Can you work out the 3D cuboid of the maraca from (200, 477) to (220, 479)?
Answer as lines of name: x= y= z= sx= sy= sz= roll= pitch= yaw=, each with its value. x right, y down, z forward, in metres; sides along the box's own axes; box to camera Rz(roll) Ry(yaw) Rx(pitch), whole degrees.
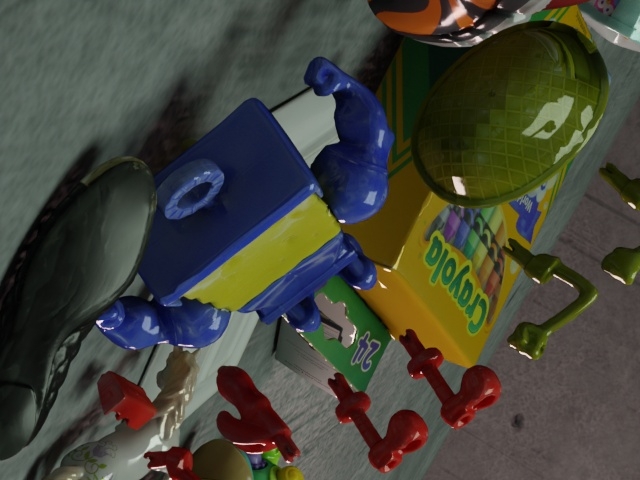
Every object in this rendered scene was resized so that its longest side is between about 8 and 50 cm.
maraca: x=-0.121 y=0.243 z=1.434 sx=0.186 sy=0.099 sz=0.127 roll=-24 pitch=141 yaw=-27

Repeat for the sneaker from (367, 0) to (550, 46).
sneaker: x=0.073 y=-0.204 z=1.084 sx=0.321 sy=0.180 sz=0.124 roll=-25 pitch=-117 yaw=57

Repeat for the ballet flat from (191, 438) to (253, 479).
ballet flat: x=-0.115 y=0.259 z=1.551 sx=0.073 sy=0.080 sz=0.232 roll=-25 pitch=145 yaw=-45

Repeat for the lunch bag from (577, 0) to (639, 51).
lunch bag: x=0.323 y=-0.292 z=1.822 sx=0.223 sy=0.160 sz=0.262 roll=-60 pitch=174 yaw=9

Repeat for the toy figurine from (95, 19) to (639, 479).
toy figurine: x=0.000 y=0.000 z=1.044 sx=0.362 sy=0.191 sz=0.217 roll=-36 pitch=150 yaw=10

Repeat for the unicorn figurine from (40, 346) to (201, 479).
unicorn figurine: x=-0.123 y=0.133 z=1.217 sx=0.162 sy=0.060 sz=0.111 roll=-46 pitch=164 yaw=-49

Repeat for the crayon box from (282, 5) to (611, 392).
crayon box: x=0.100 y=-0.045 z=1.442 sx=0.323 sy=0.083 sz=0.203 roll=-63 pitch=150 yaw=-13

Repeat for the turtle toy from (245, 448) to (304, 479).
turtle toy: x=-0.065 y=0.210 z=1.652 sx=0.095 sy=0.066 sz=0.130 roll=-37 pitch=-167 yaw=49

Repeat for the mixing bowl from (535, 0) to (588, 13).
mixing bowl: x=0.186 y=-0.238 z=1.311 sx=0.181 sy=0.098 sz=0.181 roll=-20 pitch=116 yaw=-47

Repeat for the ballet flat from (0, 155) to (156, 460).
ballet flat: x=-0.138 y=0.031 z=0.965 sx=0.173 sy=0.057 sz=0.049 roll=-60 pitch=-150 yaw=6

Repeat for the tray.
tray: x=-0.054 y=0.020 z=1.309 sx=0.270 sy=0.030 sz=0.145 roll=-65 pitch=168 yaw=26

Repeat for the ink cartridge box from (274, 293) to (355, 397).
ink cartridge box: x=0.030 y=0.031 z=1.588 sx=0.127 sy=0.072 sz=0.175 roll=-53 pitch=167 yaw=-28
